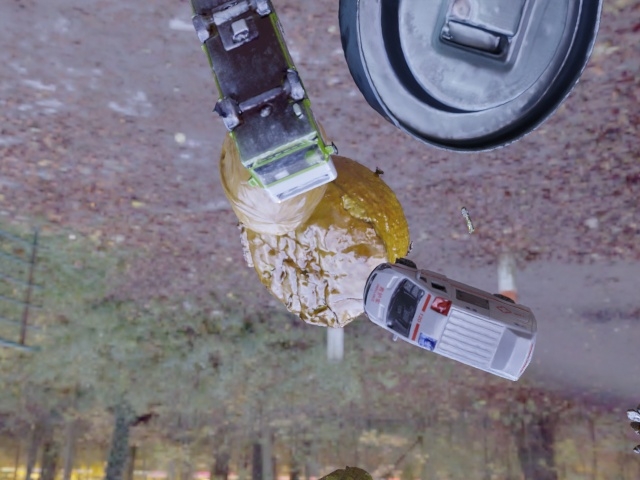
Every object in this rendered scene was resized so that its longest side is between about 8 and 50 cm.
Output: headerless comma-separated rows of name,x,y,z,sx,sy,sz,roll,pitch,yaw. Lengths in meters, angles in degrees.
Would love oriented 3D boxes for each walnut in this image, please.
walnut,-0.076,-0.119,1.340,0.193,0.226,0.193,2,151,1

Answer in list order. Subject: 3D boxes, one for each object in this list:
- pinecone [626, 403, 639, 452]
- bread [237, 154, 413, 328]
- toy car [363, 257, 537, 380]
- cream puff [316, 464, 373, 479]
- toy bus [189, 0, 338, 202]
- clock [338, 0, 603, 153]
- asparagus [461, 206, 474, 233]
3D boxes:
pinecone,0.583,0.277,1.266,0.184,0.204,0.179,40,-178,-6
bread,0.000,0.000,1.828,0.398,0.398,0.215,-19,-165,48
toy car,0.150,0.094,0.978,0.209,0.089,0.108,20,-166,2
cream puff,0.036,0.408,1.234,0.156,0.156,0.121,16,-178,-41
toy bus,-0.073,-0.201,1.006,0.113,0.302,0.139,-22,152,5
clock,0.171,-0.259,0.922,0.318,0.319,0.066,10,-165,-26
asparagus,0.270,-0.037,1.508,0.013,0.016,0.166,6,167,17
